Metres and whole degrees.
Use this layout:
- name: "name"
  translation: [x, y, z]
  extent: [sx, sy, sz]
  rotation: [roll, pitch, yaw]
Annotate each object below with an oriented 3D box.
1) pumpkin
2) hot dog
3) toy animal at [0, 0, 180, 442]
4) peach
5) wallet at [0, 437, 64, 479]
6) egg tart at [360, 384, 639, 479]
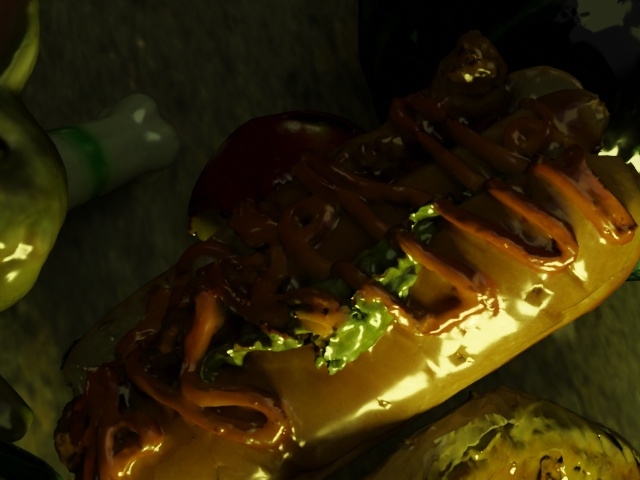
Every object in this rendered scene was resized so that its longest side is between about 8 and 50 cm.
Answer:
- name: "pumpkin"
  translation: [0.164, -0.110, 0.972]
  extent: [0.315, 0.238, 0.315]
  rotation: [21, 49, -25]
- name: "hot dog"
  translation: [-0.002, 0.030, 0.804]
  extent: [0.117, 0.349, 0.158]
  rotation: [40, 24, -43]
- name: "toy animal"
  translation: [-0.211, -0.005, 0.816]
  extent: [0.363, 0.181, 0.180]
  rotation: [-31, 42, -22]
- name: "peach"
  translation: [0.001, -0.003, 0.940]
  extent: [0.127, 0.092, 0.172]
  rotation: [-15, 69, -28]
- name: "wallet"
  translation: [-0.241, 0.127, 0.715]
  extent: [0.236, 0.160, 0.055]
  rotation: [37, 9, -41]
- name: "egg tart"
  translation: [0.092, 0.217, 0.821]
  extent: [0.290, 0.115, 0.290]
  rotation: [13, 71, -40]
